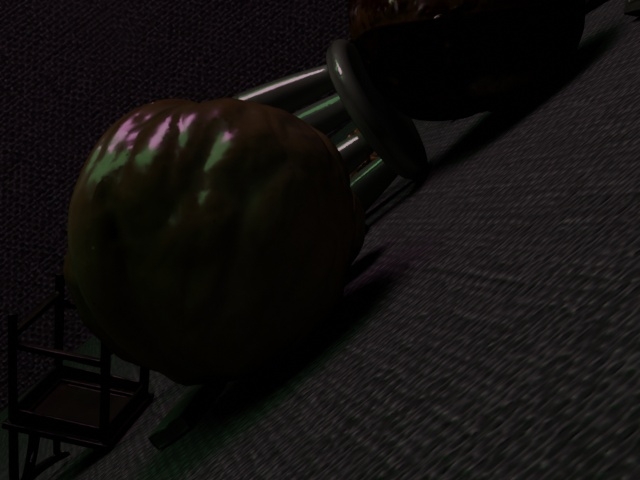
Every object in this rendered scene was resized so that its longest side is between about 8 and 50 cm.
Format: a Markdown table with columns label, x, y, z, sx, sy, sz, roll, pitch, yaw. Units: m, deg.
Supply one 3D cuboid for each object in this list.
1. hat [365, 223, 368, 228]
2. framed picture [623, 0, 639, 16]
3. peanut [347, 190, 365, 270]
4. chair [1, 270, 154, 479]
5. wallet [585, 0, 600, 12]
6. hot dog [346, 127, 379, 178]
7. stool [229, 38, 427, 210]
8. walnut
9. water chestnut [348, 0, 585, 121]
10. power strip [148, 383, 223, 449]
| label | x | y | z | sx | sy | sz | roll | pitch | yaw |
| --- | --- | --- | --- | --- | --- | --- | --- | --- | --- |
| hat | 0.000 | 0.000 | 1.734 | 0.121 | 0.050 | 0.121 | -40 | 3 | 3 |
| framed picture | 0.383 | -0.357 | 1.494 | 0.335 | 0.022 | 0.247 | -123 | 44 | -84 |
| peanut | -0.044 | 0.017 | 1.593 | 0.274 | 0.111 | 0.125 | -30 | 33 | 46 |
| chair | -0.286 | 0.189 | 1.730 | 0.154 | 0.141 | 0.260 | -51 | -31 | -64 |
| wallet | 0.477 | -0.434 | 2.075 | 0.317 | 0.044 | 0.169 | -41 | 2 | -27 |
| hot dog | 0.069 | -0.137 | 2.212 | 0.104 | 0.076 | 0.250 | -37 | 4 | 13 |
| stool | 0.000 | -0.119 | 1.805 | 0.198 | 0.195 | 0.195 | -30 | -20 | 15 |
| walnut | -0.105 | 0.000 | 1.367 | 0.296 | 0.285 | 0.285 | -5 | 30 | 44 |
| water chestnut | 0.168 | -0.280 | 1.722 | 0.300 | 0.300 | 0.300 | -39 | 6 | 5 |
| power strip | -0.127 | 0.162 | 1.465 | 0.051 | 0.019 | 0.136 | -38 | 6 | 25 |
